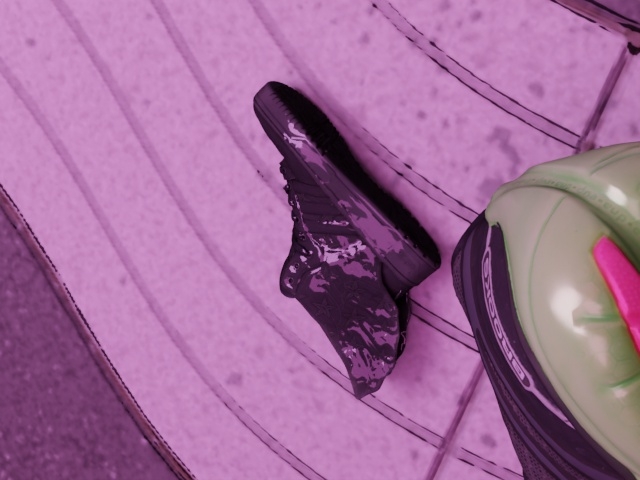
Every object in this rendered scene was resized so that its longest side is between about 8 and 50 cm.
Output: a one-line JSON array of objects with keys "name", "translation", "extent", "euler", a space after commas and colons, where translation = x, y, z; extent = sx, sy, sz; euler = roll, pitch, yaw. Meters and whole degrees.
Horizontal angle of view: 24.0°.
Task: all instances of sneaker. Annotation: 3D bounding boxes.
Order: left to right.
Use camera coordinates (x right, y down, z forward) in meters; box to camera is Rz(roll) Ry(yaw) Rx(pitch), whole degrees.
[{"name": "sneaker", "translation": [0.001, -0.001, 0.851], "extent": [0.089, 0.051, 0.170], "euler": [-42, 91, 21]}, {"name": "sneaker", "translation": [0.230, 0.150, 0.759], "extent": [0.185, 0.202, 0.483], "euler": [-36, 106, -16]}]
